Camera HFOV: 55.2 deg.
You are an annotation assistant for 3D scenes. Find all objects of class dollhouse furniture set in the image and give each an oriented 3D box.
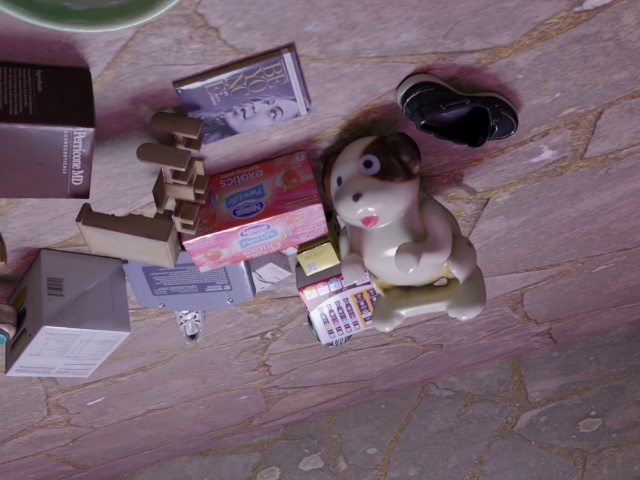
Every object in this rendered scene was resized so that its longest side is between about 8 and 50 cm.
[{"bbox_3d":[-0.319,-0.089,1.137,0.161,0.241,0.212,11,148,2],"label":"dollhouse furniture set"}]

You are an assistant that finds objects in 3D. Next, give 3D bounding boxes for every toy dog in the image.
[{"bbox_3d":[0.180,-0.049,1.353,0.285,0.395,0.408,-6,136,38],"label":"toy dog"}]

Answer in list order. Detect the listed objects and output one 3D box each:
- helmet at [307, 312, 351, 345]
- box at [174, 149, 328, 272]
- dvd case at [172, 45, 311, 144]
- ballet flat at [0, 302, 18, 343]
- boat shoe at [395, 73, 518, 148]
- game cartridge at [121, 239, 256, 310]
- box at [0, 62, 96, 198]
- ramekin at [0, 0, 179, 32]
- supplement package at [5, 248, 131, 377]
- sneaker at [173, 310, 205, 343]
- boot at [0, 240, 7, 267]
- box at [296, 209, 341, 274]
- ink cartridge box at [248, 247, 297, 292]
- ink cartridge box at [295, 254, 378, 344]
[{"bbox_3d":[0.037,0.247,1.924,0.170,0.161,0.169,-12,150,-7],"label":"helmet"},{"bbox_3d":[-0.148,-0.060,1.325,0.300,0.154,0.142,-15,150,-1],"label":"box"},{"bbox_3d":[-0.137,-0.261,1.129,0.222,0.018,0.164,-17,150,1],"label":"dvd case"},{"bbox_3d":[-0.823,0.132,1.337,0.316,0.106,0.108,27,139,-27],"label":"ballet flat"},{"bbox_3d":[0.308,-0.247,1.280,0.340,0.113,0.127,12,139,-40],"label":"boat shoe"},{"bbox_3d":[-0.311,0.085,1.468,0.295,0.060,0.195,-4,124,6],"label":"game cartridge"},{"bbox_3d":[-0.558,-0.169,0.953,0.382,0.143,0.191,-3,148,-25],"label":"box"},{"bbox_3d":[-0.280,-0.403,0.687,0.304,0.148,0.303,-13,150,-7],"label":"ramekin"},{"bbox_3d":[-0.605,0.182,1.454,0.198,0.199,0.263,12,140,-39],"label":"supplement package"},{"bbox_3d":[-0.350,0.176,1.645,0.111,0.129,0.297,-10,148,-6],"label":"sneaker"},{"bbox_3d":[-0.730,-0.010,1.166,0.212,0.104,0.295,-4,152,-22],"label":"boot"},{"bbox_3d":[0.000,0.000,1.445,0.088,0.232,0.058,-22,109,10],"label":"box"},{"bbox_3d":[-0.151,0.074,1.640,0.180,0.060,0.104,-29,148,20],"label":"ink cartridge box"},{"bbox_3d":[0.121,0.162,1.734,0.310,0.130,0.271,-20,116,6],"label":"ink cartridge box"}]
